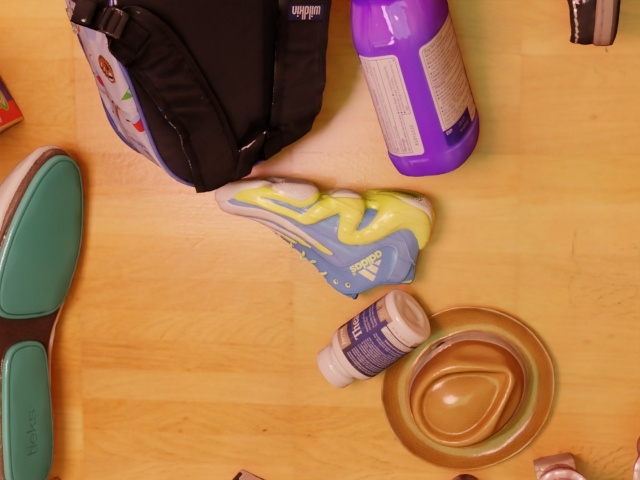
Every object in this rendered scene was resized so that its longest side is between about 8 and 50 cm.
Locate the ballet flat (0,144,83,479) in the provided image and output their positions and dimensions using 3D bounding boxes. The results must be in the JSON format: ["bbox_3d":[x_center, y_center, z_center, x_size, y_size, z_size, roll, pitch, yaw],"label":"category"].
[{"bbox_3d":[-0.360,0.087,1.528,0.139,0.139,0.400,7,95,8],"label":"ballet flat"}]

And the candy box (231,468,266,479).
[{"bbox_3d":[-0.040,0.378,1.532,0.196,0.070,0.165,24,99,6],"label":"candy box"}]

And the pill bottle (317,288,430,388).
[{"bbox_3d":[0.055,0.110,1.483,0.120,0.067,0.067,-37,90,25],"label":"pill bottle"}]

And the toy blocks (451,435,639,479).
[{"bbox_3d":[0.255,0.374,1.389,0.308,0.260,0.289,-13,95,10],"label":"toy blocks"}]

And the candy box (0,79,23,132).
[{"bbox_3d":[-0.506,-0.083,1.453,0.317,0.268,0.122,-30,98,11],"label":"candy box"}]

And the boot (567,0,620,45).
[{"bbox_3d":[0.155,-0.367,1.383,0.284,0.138,0.377,-8,94,10],"label":"boot"}]

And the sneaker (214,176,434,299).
[{"bbox_3d":[0.000,0.000,1.473,0.240,0.091,0.126,6,98,7],"label":"sneaker"}]

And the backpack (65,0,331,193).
[{"bbox_3d":[-0.124,-0.196,1.386,0.276,0.213,0.263,-26,123,-20],"label":"backpack"}]

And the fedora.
[{"bbox_3d":[0.157,0.166,1.473,0.194,0.079,0.194,1,96,8],"label":"fedora"}]

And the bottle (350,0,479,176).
[{"bbox_3d":[0.085,-0.206,1.374,0.092,0.118,0.283,-4,124,25],"label":"bottle"}]

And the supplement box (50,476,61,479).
[{"bbox_3d":[-0.295,0.395,1.513,0.194,0.191,0.129,41,101,4],"label":"supplement box"}]
